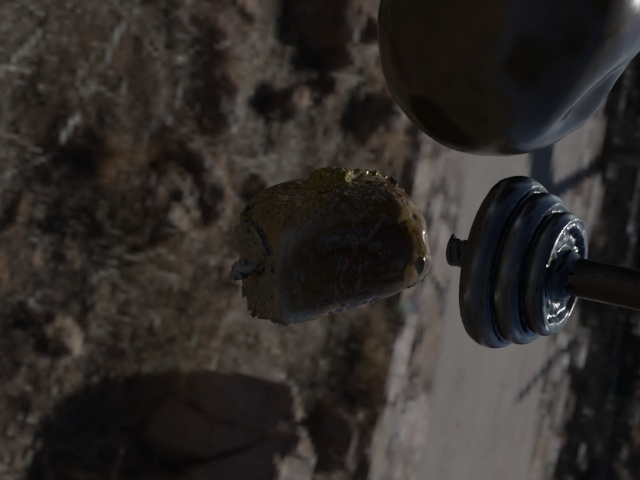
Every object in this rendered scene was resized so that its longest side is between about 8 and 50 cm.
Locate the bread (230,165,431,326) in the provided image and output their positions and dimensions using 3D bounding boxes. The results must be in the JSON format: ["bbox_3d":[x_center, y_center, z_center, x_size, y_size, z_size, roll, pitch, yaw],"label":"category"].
[{"bbox_3d":[0.000,0.000,2.017,0.195,0.246,0.176,178,-102,-75],"label":"bread"}]

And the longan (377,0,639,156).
[{"bbox_3d":[0.222,-0.246,1.866,0.350,0.288,0.288,-43,-172,46],"label":"longan"}]

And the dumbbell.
[{"bbox_3d":[0.306,0.047,1.536,0.179,0.406,0.179,-33,129,-54],"label":"dumbbell"}]
